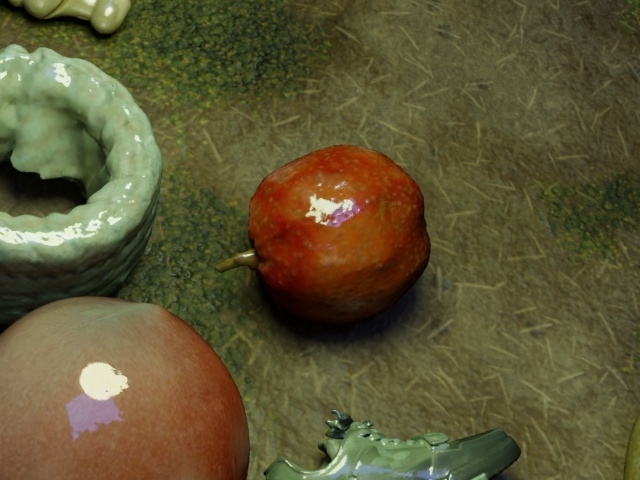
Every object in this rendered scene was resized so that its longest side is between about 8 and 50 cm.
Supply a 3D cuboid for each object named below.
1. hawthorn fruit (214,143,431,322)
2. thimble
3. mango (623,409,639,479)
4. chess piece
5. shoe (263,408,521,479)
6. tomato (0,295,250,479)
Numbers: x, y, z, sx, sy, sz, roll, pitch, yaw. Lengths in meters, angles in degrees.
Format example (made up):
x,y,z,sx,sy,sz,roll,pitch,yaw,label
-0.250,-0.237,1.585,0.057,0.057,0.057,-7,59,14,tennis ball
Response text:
x,y,z,sx,sy,sz,roll,pitch,yaw,label
0.000,0.000,1.464,0.253,0.205,0.205,-22,67,-21,hawthorn fruit
-0.323,-0.065,1.395,0.291,0.195,0.292,9,57,-14,thimble
0.443,0.282,1.458,0.192,0.146,0.316,21,68,-3,mango
-0.386,-0.364,1.629,0.307,0.124,0.139,26,21,-5,chess piece
0.072,0.238,1.375,0.293,0.109,0.149,-23,73,-24,shoe
-0.218,0.199,1.180,0.321,0.321,0.322,9,56,-13,tomato
